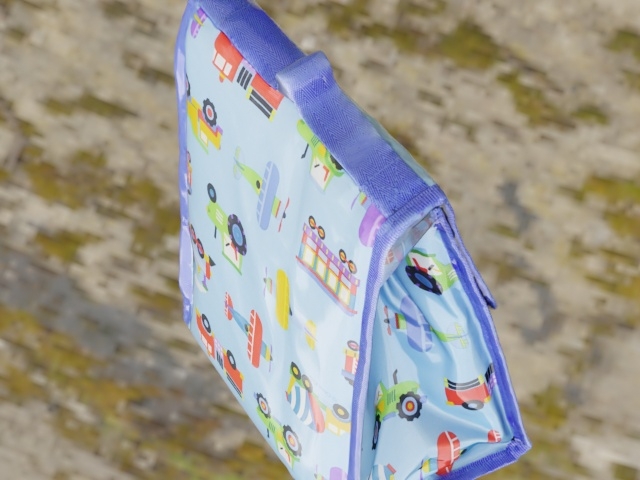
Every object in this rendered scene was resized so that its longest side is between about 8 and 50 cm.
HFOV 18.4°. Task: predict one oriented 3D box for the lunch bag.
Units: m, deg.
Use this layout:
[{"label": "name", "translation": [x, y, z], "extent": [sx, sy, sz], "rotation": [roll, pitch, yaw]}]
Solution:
[{"label": "lunch bag", "translation": [0.000, 0.000, 1.145], "extent": [0.221, 0.138, 0.293], "rotation": [51, 162, 37]}]
